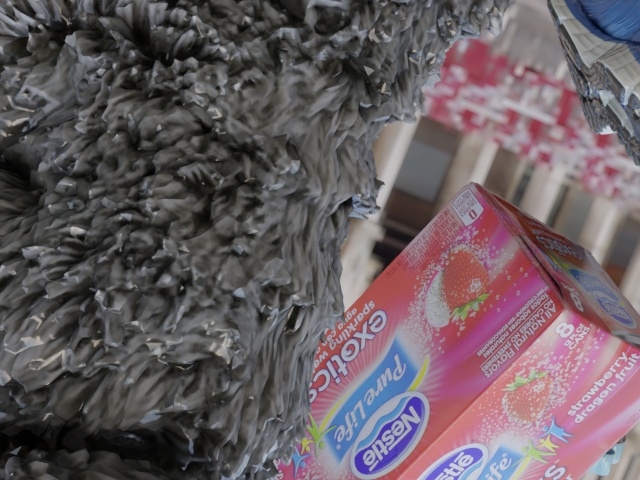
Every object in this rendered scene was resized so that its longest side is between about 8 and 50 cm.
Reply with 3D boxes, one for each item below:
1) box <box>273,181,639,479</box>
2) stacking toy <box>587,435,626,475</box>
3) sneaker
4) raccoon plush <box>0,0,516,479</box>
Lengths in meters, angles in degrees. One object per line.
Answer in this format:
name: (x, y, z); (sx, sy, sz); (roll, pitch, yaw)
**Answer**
box: (0.067, 0.109, 1.067); (0.128, 0.257, 0.122); (28, -159, -42)
stacking toy: (0.140, 0.126, 1.204); (0.221, 0.167, 0.052); (17, -155, 6)
sneaker: (0.301, -0.161, 1.587); (0.330, 0.147, 0.130); (-114, 1, -65)
raccoon plush: (0.000, 0.000, 0.689); (0.446, 0.299, 0.216); (57, -172, 36)
